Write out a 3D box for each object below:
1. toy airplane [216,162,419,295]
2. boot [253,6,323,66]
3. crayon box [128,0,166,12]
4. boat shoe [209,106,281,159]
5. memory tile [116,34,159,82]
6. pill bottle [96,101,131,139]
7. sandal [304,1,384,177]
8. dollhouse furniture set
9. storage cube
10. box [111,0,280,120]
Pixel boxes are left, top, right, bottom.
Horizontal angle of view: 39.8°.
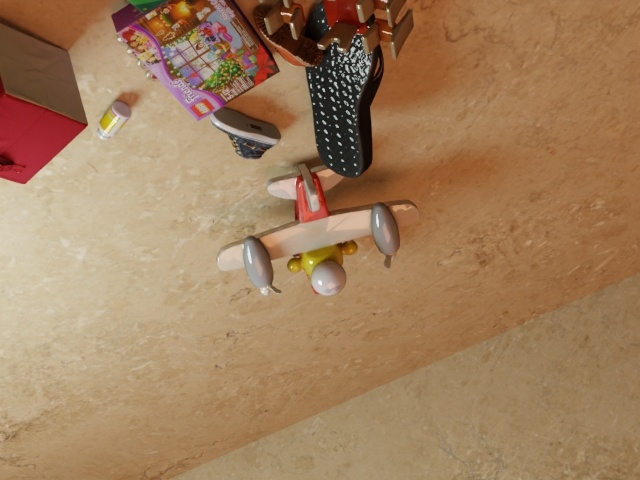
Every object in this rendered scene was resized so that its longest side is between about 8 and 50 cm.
[{"bbox_3d":[0.000,0.000,2.138,0.384,0.272,0.386,18,133,-40],"label":"toy airplane"},{"bbox_3d":[-0.077,-0.392,1.730,0.158,0.085,0.059,37,77,-25],"label":"boot"},{"bbox_3d":[-0.210,-0.510,1.428,0.323,0.083,0.203,-26,164,12],"label":"crayon box"},{"bbox_3d":[-0.177,-0.225,1.920,0.183,0.065,0.083,15,133,-40],"label":"boat shoe"},{"bbox_3d":[-0.312,-0.368,1.701,0.113,0.012,0.148,-23,146,8],"label":"memory tile"},{"bbox_3d":[-0.424,-0.242,1.805,0.043,0.043,0.083,16,134,-40],"label":"pill bottle"},{"bbox_3d":[0.057,-0.327,1.821,0.107,0.168,0.445,-46,153,-33],"label":"sandal"},{"bbox_3d":[0.028,-0.464,1.547,0.262,0.135,0.259,16,149,23],"label":"dollhouse furniture set"},{"bbox_3d":[-0.562,-0.245,1.588,0.193,0.215,0.184,-36,149,24],"label":"storage cube"},{"bbox_3d":[-0.228,-0.370,1.677,0.201,0.057,0.293,-30,146,9],"label":"box"}]
